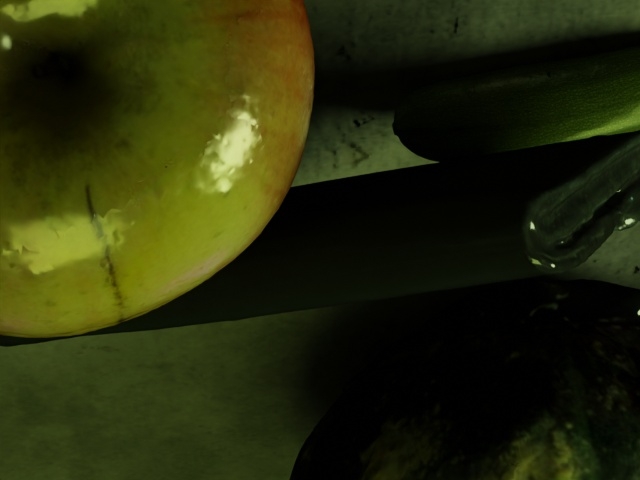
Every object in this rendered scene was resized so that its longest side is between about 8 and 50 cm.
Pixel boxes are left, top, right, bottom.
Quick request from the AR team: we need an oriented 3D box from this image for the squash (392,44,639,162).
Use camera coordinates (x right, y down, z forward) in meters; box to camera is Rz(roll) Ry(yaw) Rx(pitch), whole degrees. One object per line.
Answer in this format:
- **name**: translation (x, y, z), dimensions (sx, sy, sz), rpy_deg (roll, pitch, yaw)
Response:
- **squash**: translation (0.174, -0.091, 1.314), dimensions (0.252, 0.066, 0.066), rpy_deg (-10, 145, 6)

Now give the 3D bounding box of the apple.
- **apple**: translation (-0.140, -0.082, 1.107), dimensions (0.286, 0.286, 0.233), rpy_deg (-2, 175, -5)

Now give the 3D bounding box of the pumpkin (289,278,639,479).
- **pumpkin**: translation (0.189, 0.240, 1.551), dimensions (0.454, 0.344, 0.454), rpy_deg (1, 145, 1)

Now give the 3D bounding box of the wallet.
- **wallet**: translation (0.000, 0.001, 1.255), dimensions (0.406, 0.062, 0.228), rpy_deg (-8, -171, 31)
